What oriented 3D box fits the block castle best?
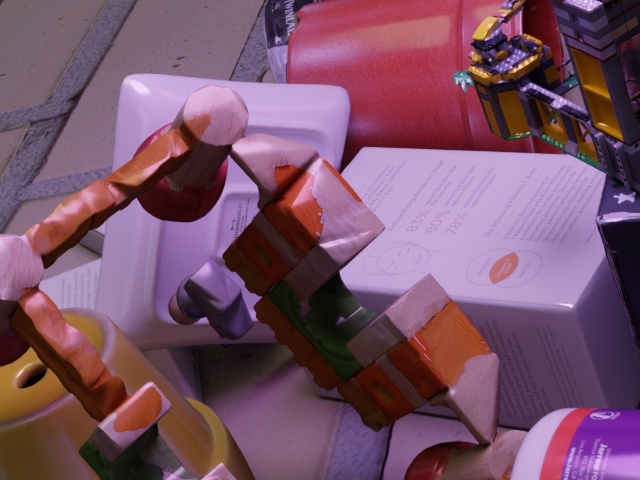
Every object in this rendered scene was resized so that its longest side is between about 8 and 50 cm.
[{"bbox_3d":[-0.065,0.125,1.257,0.303,0.453,0.213,-40,-2,-25],"label":"block castle"}]

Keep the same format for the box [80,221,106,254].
[{"bbox_3d":[-0.149,-0.043,1.895,0.232,0.058,0.322,-39,36,-22],"label":"box"}]

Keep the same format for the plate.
[{"bbox_3d":[-0.085,-0.020,1.519,0.278,0.277,0.045,-1,14,-38],"label":"plate"}]

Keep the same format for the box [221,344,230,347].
[{"bbox_3d":[-0.125,0.026,1.639,0.072,0.137,0.126,-32,54,14],"label":"box"}]

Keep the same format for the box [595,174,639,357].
[{"bbox_3d":[0.367,-0.001,1.273,0.182,0.294,0.296,-7,37,26],"label":"box"}]

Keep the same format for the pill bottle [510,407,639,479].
[{"bbox_3d":[0.309,0.214,1.104,0.323,0.181,0.181,-2,38,31],"label":"pill bottle"}]

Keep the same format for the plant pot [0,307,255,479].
[{"bbox_3d":[-0.216,0.202,1.417,0.254,0.239,0.254,-18,32,12],"label":"plant pot"}]

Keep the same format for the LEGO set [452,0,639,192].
[{"bbox_3d":[0.259,-0.204,1.178,0.331,0.192,0.255,-28,33,-5],"label":"LEGO set"}]

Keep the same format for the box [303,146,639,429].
[{"bbox_3d":[0.154,0.041,1.470,0.345,0.168,0.215,5,43,37],"label":"box"}]

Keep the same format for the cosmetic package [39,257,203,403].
[{"bbox_3d":[-0.238,0.127,1.619,0.183,0.151,0.151,-21,32,5],"label":"cosmetic package"}]

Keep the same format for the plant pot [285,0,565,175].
[{"bbox_3d":[0.117,-0.174,1.677,0.265,0.272,0.272,-3,37,17],"label":"plant pot"}]

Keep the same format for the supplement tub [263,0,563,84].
[{"bbox_3d":[0.116,-0.254,1.885,0.338,0.207,0.207,-15,33,13],"label":"supplement tub"}]
